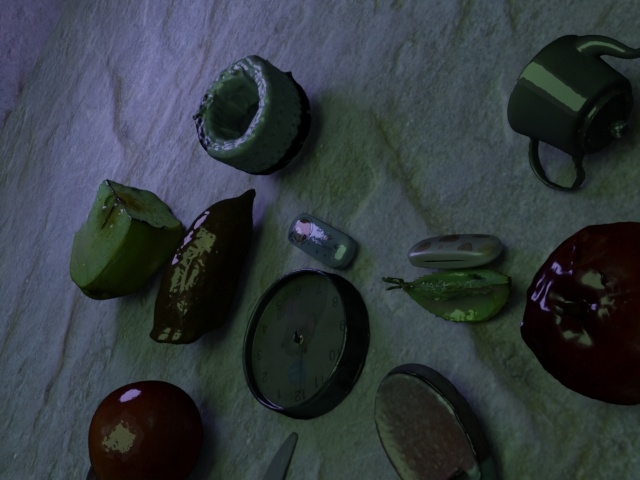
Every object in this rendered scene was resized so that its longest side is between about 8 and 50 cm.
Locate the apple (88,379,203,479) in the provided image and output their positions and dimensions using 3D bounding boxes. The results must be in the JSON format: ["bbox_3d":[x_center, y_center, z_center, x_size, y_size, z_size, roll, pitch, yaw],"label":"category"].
[{"bbox_3d":[-0.340,0.384,1.470,0.218,0.218,0.201,-30,50,32],"label":"apple"}]

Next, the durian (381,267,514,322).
[{"bbox_3d":[0.203,0.074,1.162,0.215,0.100,0.086,-5,65,37],"label":"durian"}]

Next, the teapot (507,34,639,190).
[{"bbox_3d":[0.377,-0.182,1.090,0.149,0.162,0.239,44,129,34],"label":"teapot"}]

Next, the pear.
[{"bbox_3d":[-0.470,0.029,1.806,0.282,0.176,0.286,-59,38,9],"label":"pear"}]

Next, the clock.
[{"bbox_3d":[-0.035,0.185,1.382,0.280,0.055,0.281,-22,57,37],"label":"clock"}]

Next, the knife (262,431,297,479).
[{"bbox_3d":[-0.094,0.456,1.338,0.058,0.032,0.244,-4,64,53],"label":"knife"}]

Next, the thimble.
[{"bbox_3d":[-0.137,-0.260,1.571,0.237,0.150,0.237,-12,69,34],"label":"thimble"}]

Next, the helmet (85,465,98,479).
[{"bbox_3d":[-0.441,0.509,1.598,0.153,0.107,0.177,-39,49,29],"label":"helmet"}]

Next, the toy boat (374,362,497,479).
[{"bbox_3d":[0.171,0.287,1.127,0.155,0.085,0.227,-51,55,27],"label":"toy boat"}]

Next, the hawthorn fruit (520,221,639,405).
[{"bbox_3d":[0.345,0.085,0.904,0.210,0.266,0.230,48,111,26],"label":"hawthorn fruit"}]

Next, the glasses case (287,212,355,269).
[{"bbox_3d":[0.000,0.000,1.439,0.178,0.045,0.067,30,93,48],"label":"glasses case"}]

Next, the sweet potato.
[{"bbox_3d":[-0.238,0.048,1.580,0.157,0.157,0.370,14,83,47],"label":"sweet potato"}]

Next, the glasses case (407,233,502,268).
[{"bbox_3d":[0.212,0.017,1.207,0.164,0.041,0.063,-2,27,45],"label":"glasses case"}]
